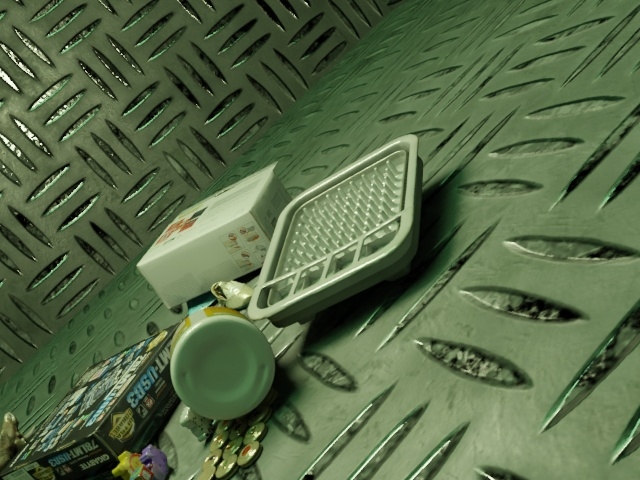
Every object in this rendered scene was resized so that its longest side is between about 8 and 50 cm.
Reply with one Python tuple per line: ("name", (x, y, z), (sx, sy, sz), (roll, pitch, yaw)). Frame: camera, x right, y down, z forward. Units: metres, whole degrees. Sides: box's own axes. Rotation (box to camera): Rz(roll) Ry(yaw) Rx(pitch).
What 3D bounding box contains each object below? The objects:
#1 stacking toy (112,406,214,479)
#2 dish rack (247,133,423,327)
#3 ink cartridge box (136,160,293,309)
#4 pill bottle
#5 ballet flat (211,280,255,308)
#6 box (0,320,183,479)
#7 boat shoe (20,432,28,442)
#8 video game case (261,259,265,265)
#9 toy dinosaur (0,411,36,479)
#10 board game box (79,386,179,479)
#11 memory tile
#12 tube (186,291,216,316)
("stacking toy", (-0.238, 0.340, 1.069), (0.167, 0.052, 0.221), (-38, 17, 22))
("dish rack", (0.041, -0.009, 1.181), (0.285, 0.072, 0.333), (-29, 26, 26))
("ink cartridge box", (-0.210, -0.018, 1.731), (0.309, 0.130, 0.272), (-24, 21, 24))
("pill bottle", (-0.147, 0.166, 1.118), (0.136, 0.136, 0.245), (-45, 7, -8))
("ballet flat", (-0.180, 0.105, 1.550), (0.057, 0.052, 0.168), (-48, 16, -22))
("box", (-0.384, 0.296, 1.376), (0.293, 0.073, 0.295), (-27, 19, 33))
("boat shoe", (-0.681, 0.480, 1.756), (0.257, 0.095, 0.095), (147, 122, -75))
("video game case", (0.000, 0.000, 1.405), (0.210, 0.042, 0.232), (-43, 15, -6))
("toy dinosaur", (-0.607, 0.447, 1.368), (0.121, 0.160, 0.314), (9, 59, 28))
("board game box", (-0.321, 0.333, 1.328), (0.126, 0.026, 0.186), (-29, 20, 43))
("memory tile", (-0.110, 0.261, 1.025), (0.113, 0.012, 0.148), (-37, 16, 22))
("tube", (-0.278, 0.124, 1.765), (0.080, 0.052, 0.207), (-45, 20, -3))
